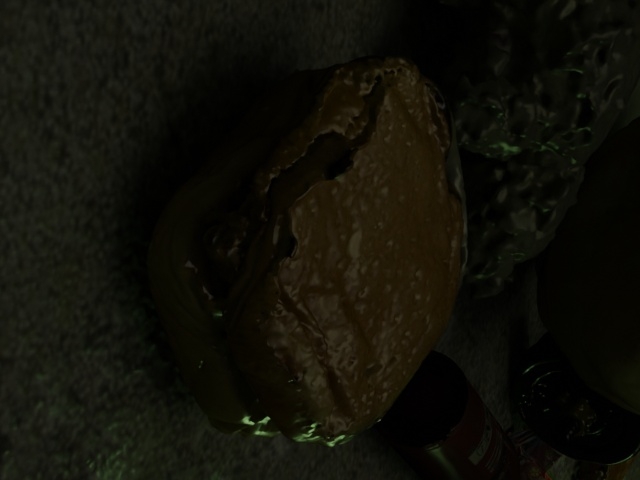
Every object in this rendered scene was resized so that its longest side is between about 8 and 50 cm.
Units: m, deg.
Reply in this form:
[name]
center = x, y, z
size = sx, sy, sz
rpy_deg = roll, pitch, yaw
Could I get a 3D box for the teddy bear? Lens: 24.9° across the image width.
[teddy bear]
center = 0.185, -0.130, 1.400
size = 0.357, 0.224, 0.368
rpy_deg = -18, 134, -60

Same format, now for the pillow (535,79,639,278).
[pillow]
center = 0.348, -0.115, 1.789
size = 0.280, 0.076, 0.274
rpy_deg = -35, 135, -50

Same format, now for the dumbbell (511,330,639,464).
[dumbbell]
center = 0.382, 0.131, 1.857
size = 0.388, 0.185, 0.185
rpy_deg = -48, 142, -40

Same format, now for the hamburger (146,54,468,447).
[hamburger]
center = 0.000, 0.000, 1.112
size = 0.318, 0.158, 0.319
rpy_deg = -35, 133, -50

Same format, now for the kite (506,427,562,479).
[kite]
center = 0.282, 0.292, 1.874
size = 0.190, 0.010, 0.159
rpy_deg = -46, 126, -1

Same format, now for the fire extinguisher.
[fire extinguisher]
center = 0.168, 0.231, 1.548
size = 0.107, 0.147, 0.337
rpy_deg = -65, 150, -16

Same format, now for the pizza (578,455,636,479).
[pizza]
center = 0.448, 0.298, 2.196
size = 0.246, 0.058, 0.127
rpy_deg = -62, 151, -20

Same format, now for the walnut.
[walnut]
center = 0.411, 0.021, 1.583
size = 0.381, 0.381, 0.381
rpy_deg = -36, 133, -50
